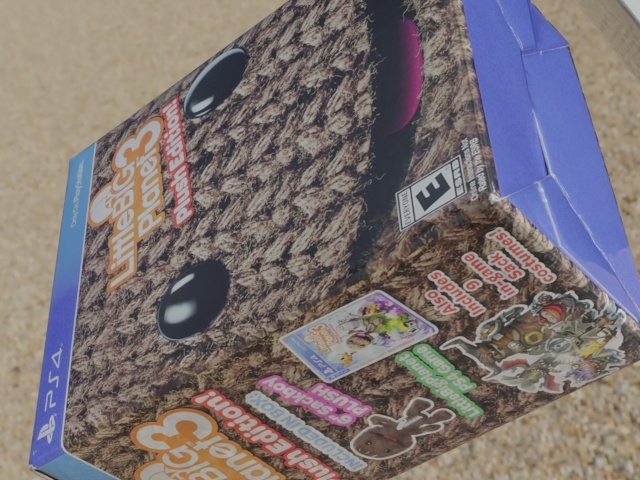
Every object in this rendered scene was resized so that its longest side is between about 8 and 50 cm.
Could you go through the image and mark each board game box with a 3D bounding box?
[{"bbox_3d":[0.000,0.000,0.668,0.291,0.141,0.232,-32,41,26],"label":"board game box"}]

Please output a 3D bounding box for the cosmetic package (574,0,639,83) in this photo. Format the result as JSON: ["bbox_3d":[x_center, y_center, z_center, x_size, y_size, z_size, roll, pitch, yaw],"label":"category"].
[{"bbox_3d":[0.306,-0.246,0.971,0.217,0.385,0.156,-36,-6,6],"label":"cosmetic package"}]
